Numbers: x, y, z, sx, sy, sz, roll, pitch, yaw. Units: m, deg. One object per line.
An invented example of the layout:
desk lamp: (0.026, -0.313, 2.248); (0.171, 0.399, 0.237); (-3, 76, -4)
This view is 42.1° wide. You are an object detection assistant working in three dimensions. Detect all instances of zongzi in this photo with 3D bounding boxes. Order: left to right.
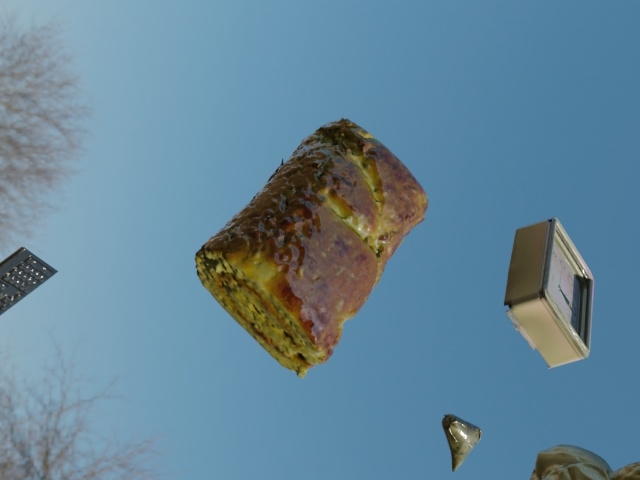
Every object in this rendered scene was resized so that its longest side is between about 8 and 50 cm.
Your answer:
zongzi: (0.206, 0.318, 1.307); (0.083, 0.076, 0.040); (-57, -149, 5)

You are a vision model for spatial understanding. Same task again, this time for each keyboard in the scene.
keyboard: (-0.341, 0.077, 0.777); (0.198, 0.064, 0.010); (-37, -119, -3)

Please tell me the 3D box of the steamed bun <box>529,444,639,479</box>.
steamed bun: (0.288, 0.318, 0.855); (0.177, 0.106, 0.192); (19, -64, 21)

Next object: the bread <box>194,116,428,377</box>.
bread: (0.000, 0.000, 0.652); (0.172, 0.132, 0.103); (-50, -169, -31)

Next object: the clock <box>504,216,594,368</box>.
clock: (0.351, 0.078, 1.265); (0.071, 0.147, 0.192); (-22, -152, 34)
